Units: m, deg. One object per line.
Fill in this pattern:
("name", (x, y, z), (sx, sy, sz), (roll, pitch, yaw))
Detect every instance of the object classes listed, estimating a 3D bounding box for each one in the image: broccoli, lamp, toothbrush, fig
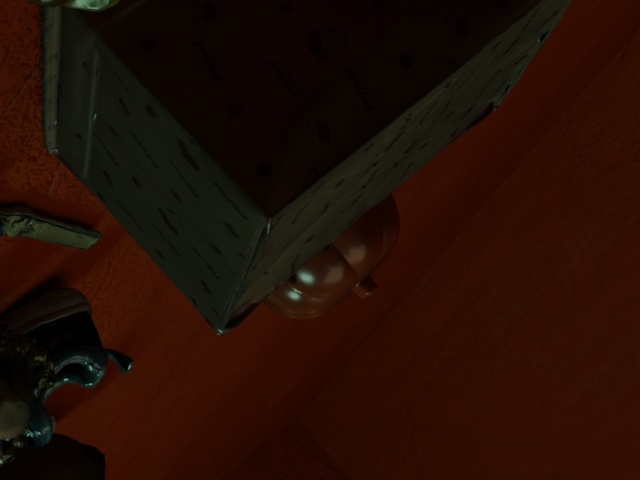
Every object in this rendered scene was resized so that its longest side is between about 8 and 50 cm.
("broccoli", (-0.272, 0.123, 1.103), (0.131, 0.120, 0.130), (43, 69, -42))
("lamp", (0.000, 0.000, 1.512), (0.187, 0.164, 0.187), (-44, 171, -8))
("toothbrush", (-0.213, -0.010, 1.055), (0.026, 0.028, 0.294), (-42, 175, 3))
("fig", (-0.308, 0.280, 1.542), (0.167, 0.167, 0.233), (-55, -173, 50))

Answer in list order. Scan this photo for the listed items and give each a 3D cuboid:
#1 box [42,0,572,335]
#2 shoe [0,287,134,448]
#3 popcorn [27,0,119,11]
("box", (-0.008, -0.119, 0.921), (0.297, 0.190, 0.225), (-38, 171, -22))
("shoe", (-0.265, 0.130, 1.204), (0.207, 0.106, 0.091), (-33, 166, -20))
("popcorn", (-0.120, -0.155, 0.644), (0.097, 0.089, 0.109), (-48, 174, -49))
